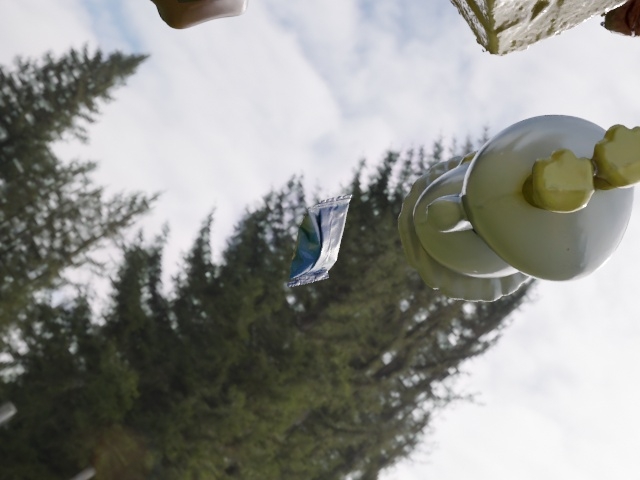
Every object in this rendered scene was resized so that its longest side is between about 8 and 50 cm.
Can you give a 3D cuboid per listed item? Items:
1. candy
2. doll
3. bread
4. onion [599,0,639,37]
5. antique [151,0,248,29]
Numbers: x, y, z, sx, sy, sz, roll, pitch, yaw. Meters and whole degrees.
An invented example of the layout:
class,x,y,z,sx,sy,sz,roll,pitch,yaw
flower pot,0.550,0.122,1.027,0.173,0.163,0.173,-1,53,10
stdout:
class,x,y,z,sx,sy,sz,roll,pitch,yaw
candy,-0.001,0.000,1.288,0.038,0.088,0.136,34,-61,37
doll,0.130,-0.022,0.627,0.293,0.138,0.119,123,-48,-80
bread,0.328,-0.472,1.428,0.279,0.279,0.207,61,-1,25
onion,0.716,-0.403,1.609,0.420,0.398,0.398,-3,-59,38
antique,-0.165,-0.391,1.091,0.129,0.223,0.278,-123,-156,-56
